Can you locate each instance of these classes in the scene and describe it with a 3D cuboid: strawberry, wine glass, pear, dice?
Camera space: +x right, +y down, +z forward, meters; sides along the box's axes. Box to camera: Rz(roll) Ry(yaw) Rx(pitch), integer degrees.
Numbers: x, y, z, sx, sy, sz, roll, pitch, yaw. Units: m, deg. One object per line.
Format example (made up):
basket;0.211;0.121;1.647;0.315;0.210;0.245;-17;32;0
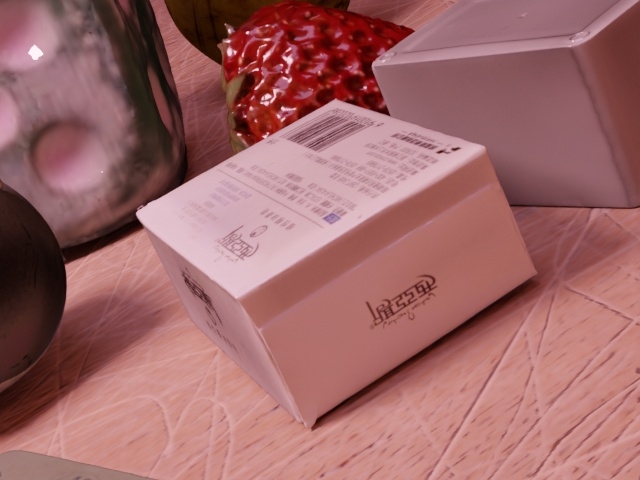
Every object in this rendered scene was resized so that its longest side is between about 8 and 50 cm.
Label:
strawberry;0.032;-0.131;1.237;0.245;0.205;0.205;-7;22;0
wine glass;-0.366;0.039;1.190;0.238;0.238;0.323;-39;21;-32
pear;-0.079;-0.361;1.769;0.284;0.283;0.283;-22;21;9
dice;-0.349;-0.185;1.487;0.331;0.348;0.328;-18;26;4

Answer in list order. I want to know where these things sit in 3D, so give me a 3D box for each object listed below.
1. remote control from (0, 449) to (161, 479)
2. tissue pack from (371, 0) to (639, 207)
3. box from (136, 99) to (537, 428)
remote control;-0.151;0.186;0.853;0.310;0.038;0.090;0;33;48
tissue pack;0.187;-0.125;1.076;0.159;0.136;0.246;-38;24;-29
box;0.001;0.002;1.007;0.203;0.116;0.274;-31;22;-14
